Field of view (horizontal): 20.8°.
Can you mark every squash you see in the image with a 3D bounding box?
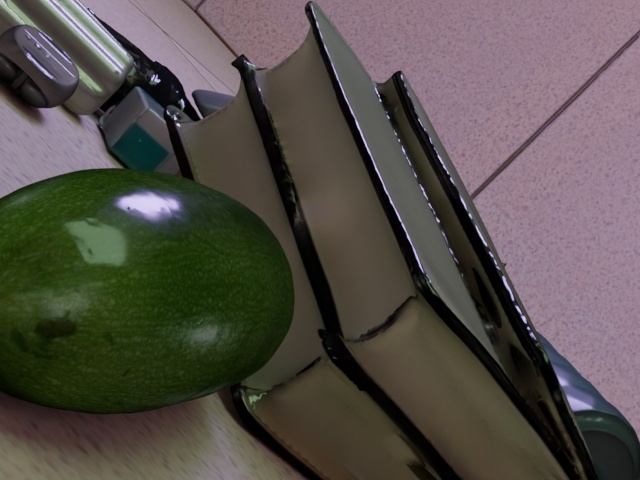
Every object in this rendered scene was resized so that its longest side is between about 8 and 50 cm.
[{"bbox_3d":[-0.072,0.023,0.808,0.107,0.107,0.395,46,4,8],"label":"squash"}]

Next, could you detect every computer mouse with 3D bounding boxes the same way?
[{"bbox_3d":[-0.208,-0.121,1.255,0.066,0.039,0.096,44,13,-9],"label":"computer mouse"}]

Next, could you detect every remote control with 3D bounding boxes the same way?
[{"bbox_3d":[-0.244,-0.200,1.378,0.230,0.049,0.090,44,38,-17],"label":"remote control"}]

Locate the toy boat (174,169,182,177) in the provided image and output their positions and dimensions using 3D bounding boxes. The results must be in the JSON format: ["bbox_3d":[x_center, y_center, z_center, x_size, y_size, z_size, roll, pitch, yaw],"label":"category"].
[{"bbox_3d":[-0.045,0.011,1.364,0.226,0.068,0.088,42,-1,-27],"label":"toy boat"}]

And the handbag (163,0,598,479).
[{"bbox_3d":[0.044,0.028,1.158,0.237,0.160,0.358,49,13,-35],"label":"handbag"}]

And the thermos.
[{"bbox_3d":[0.124,0.123,1.432,0.182,0.145,0.286,38,7,-37],"label":"thermos"}]

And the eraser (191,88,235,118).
[{"bbox_3d":[0.000,0.000,1.593,0.352,0.061,0.089,57,0,-19],"label":"eraser"}]

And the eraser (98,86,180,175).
[{"bbox_3d":[-0.086,-0.032,1.459,0.225,0.052,0.095,44,3,-20],"label":"eraser"}]

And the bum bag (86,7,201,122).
[{"bbox_3d":[-0.150,-0.120,1.544,0.248,0.069,0.102,43,0,-37],"label":"bum bag"}]
